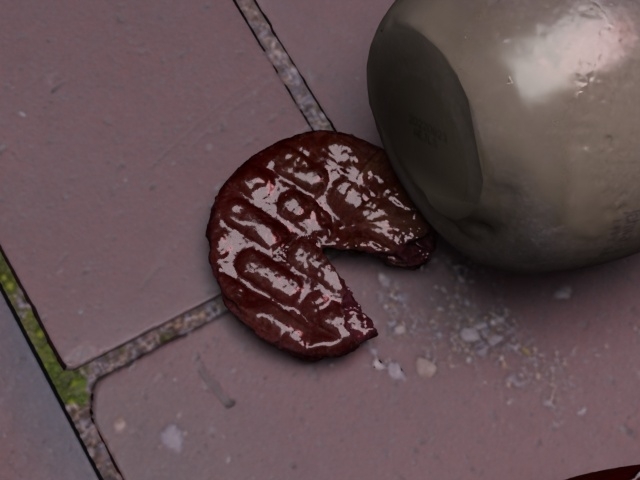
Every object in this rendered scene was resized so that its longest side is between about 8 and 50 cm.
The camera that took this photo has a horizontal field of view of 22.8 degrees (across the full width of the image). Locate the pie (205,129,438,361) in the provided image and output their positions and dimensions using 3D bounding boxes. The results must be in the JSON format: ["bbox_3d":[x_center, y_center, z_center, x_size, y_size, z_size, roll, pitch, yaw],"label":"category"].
[{"bbox_3d":[0.000,0.000,1.468,0.219,0.054,0.204,-39,76,-14],"label":"pie"}]

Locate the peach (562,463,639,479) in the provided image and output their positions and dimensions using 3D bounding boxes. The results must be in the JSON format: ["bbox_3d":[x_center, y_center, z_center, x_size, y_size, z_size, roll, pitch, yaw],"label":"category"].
[{"bbox_3d":[0.231,0.318,1.272,0.362,0.201,0.257,-13,79,-20],"label":"peach"}]

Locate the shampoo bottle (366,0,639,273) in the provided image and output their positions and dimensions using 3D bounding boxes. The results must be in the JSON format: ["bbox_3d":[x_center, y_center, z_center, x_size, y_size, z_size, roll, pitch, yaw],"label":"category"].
[{"bbox_3d":[0.214,-0.134,1.382,0.317,0.322,0.322,-30,74,-19],"label":"shampoo bottle"}]
